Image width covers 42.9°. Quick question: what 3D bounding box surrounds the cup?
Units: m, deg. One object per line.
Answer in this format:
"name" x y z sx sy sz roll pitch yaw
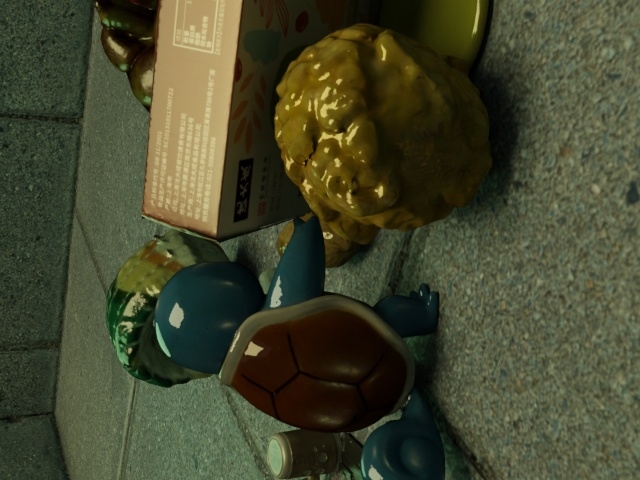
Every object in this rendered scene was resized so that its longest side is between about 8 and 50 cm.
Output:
"cup" -0.031 0.333 1.252 0.102 0.099 0.074 -63 37 41

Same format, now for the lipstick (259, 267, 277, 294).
"lipstick" -0.062 0.121 1.364 0.048 0.048 0.158 -62 39 43

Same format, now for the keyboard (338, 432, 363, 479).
"keyboard" 0.078 0.343 1.139 0.202 0.011 0.067 31 116 59

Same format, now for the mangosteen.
"mangosteen" -0.201 -0.316 1.301 0.306 0.347 0.307 -2 86 35

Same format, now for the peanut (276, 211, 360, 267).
"peanut" 0.000 -0.002 1.212 0.192 0.089 0.089 -2 88 58

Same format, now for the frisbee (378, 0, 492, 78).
"frisbee" 0.133 -0.278 1.013 0.236 0.017 0.236 3 94 63

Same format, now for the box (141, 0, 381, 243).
"box" -0.057 -0.224 1.031 0.122 0.344 0.385 17 109 25

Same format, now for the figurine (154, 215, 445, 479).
"figurine" -0.002 0.154 1.037 0.416 0.243 0.298 34 137 10

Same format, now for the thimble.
"thimble" -0.270 0.127 1.541 0.167 0.254 0.288 48 131 50

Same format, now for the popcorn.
"popcorn" 0.070 -0.111 0.893 0.190 0.250 0.250 -144 58 -72
